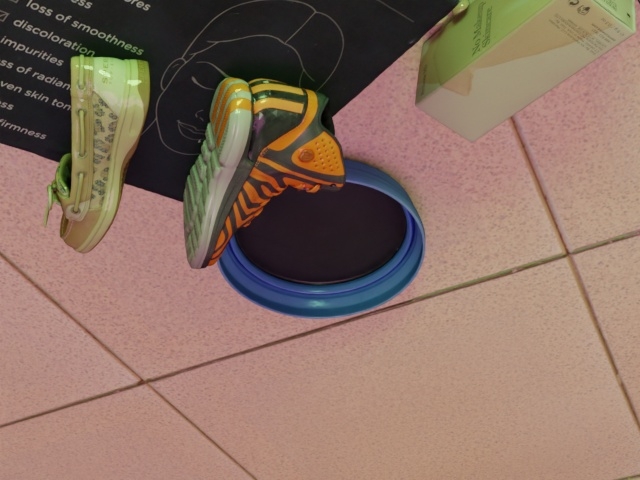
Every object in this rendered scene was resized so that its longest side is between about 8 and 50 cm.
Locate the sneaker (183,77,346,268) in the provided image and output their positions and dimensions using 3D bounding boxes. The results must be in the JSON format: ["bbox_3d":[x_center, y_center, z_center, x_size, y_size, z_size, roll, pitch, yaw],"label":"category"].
[{"bbox_3d":[-0.069,-0.067,1.129,0.180,0.124,0.321,2,144,-23],"label":"sneaker"}]

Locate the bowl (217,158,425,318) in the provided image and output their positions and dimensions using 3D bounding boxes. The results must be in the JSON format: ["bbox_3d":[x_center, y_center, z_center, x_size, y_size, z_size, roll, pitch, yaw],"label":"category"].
[{"bbox_3d":[0.000,0.000,1.654,0.392,0.077,0.391,-1,137,-1],"label":"bowl"}]

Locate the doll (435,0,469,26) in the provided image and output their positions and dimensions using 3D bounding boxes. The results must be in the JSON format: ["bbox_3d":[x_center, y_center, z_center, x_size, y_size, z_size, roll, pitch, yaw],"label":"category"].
[{"bbox_3d":[0.137,-0.397,1.251,0.129,0.046,0.189,-24,127,36],"label":"doll"}]

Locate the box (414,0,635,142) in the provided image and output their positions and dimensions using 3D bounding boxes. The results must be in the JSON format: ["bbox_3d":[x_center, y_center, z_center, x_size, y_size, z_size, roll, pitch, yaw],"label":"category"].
[{"bbox_3d":[0.283,-0.287,1.255,0.121,0.147,0.311,28,142,-24],"label":"box"}]

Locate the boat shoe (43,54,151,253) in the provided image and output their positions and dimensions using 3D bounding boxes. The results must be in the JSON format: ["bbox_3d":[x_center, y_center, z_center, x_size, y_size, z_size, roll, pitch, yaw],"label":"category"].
[{"bbox_3d":[-0.274,-0.100,1.030,0.089,0.104,0.285,8,132,-25],"label":"boat shoe"}]

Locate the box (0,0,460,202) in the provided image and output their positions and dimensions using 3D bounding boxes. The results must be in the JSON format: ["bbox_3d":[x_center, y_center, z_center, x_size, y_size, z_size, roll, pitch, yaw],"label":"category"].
[{"bbox_3d":[-0.182,-0.323,1.072,0.480,0.297,0.472,19,137,-41],"label":"box"}]

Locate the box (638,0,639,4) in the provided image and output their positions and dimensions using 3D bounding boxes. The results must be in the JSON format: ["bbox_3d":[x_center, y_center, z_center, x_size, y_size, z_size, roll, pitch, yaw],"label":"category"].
[{"bbox_3d":[0.450,-0.378,1.264,0.018,0.067,0.083,-27,132,26],"label":"box"}]
